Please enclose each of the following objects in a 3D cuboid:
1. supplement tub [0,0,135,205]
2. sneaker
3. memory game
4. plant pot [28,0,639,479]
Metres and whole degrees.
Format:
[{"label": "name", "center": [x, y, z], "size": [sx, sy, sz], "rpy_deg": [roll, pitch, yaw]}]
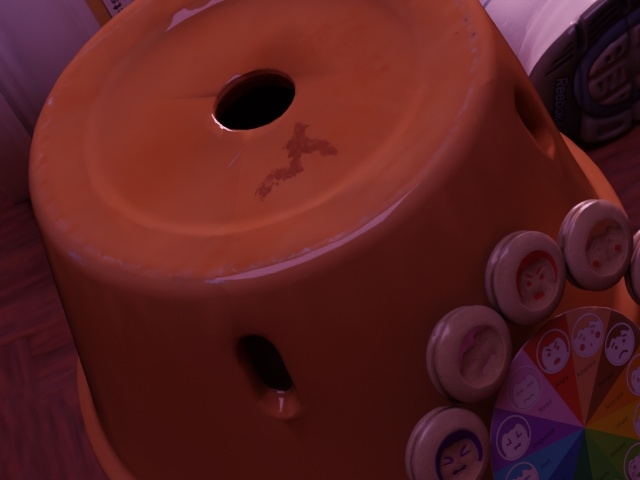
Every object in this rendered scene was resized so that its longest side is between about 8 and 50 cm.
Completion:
[{"label": "supplement tub", "center": [-0.098, -0.184, 0.762], "size": [0.316, 0.228, 0.228], "rpy_deg": [-32, 49, -7]}, {"label": "sneaker", "center": [0.205, -0.184, 0.735], "size": [0.297, 0.111, 0.129], "rpy_deg": [-35, 43, -10]}, {"label": "memory game", "center": [0.109, 0.076, 0.512], "size": [0.186, 0.186, 0.012], "rpy_deg": [-49, 27, -20]}, {"label": "plant pot", "center": [0.000, 0.000, 0.592], "size": [0.291, 0.203, 0.291], "rpy_deg": [-10, 49, 12]}]
